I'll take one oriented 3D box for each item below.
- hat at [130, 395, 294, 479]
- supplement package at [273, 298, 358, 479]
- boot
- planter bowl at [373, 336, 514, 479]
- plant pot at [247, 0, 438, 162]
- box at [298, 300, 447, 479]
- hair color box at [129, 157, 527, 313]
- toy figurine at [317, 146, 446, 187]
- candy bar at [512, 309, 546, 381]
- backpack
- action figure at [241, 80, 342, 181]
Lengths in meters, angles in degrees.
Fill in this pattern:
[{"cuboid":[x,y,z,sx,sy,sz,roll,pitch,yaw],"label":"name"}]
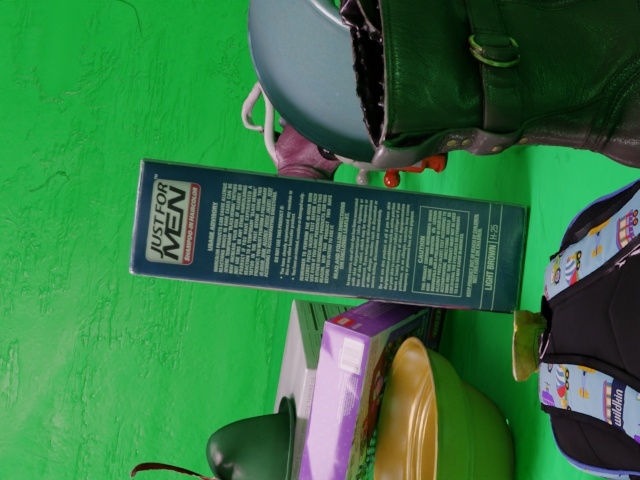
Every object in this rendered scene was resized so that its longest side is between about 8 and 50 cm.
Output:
[{"cuboid":[-0.134,0.266,1.099,0.208,0.184,0.173,107,167,-47],"label":"hat"},{"cuboid":[0.021,0.243,1.197,0.204,0.145,0.261,-107,25,-68],"label":"supplement package"},{"cuboid":[0.126,-0.144,0.552,0.091,0.229,0.262,108,165,-53],"label":"boot"},{"cuboid":[0.115,0.199,0.804,0.217,0.090,0.217,-173,90,-82],"label":"planter bowl"},{"cuboid":[0.064,-0.219,0.750,0.255,0.272,0.271,88,-172,-85],"label":"plant pot"},{"cuboid":[0.052,0.207,0.975,0.201,0.057,0.293,-16,-61,-59],"label":"box"},{"cuboid":[0.000,0.000,0.861,0.174,0.347,0.105,170,107,-81],"label":"hair color box"},{"cuboid":[0.067,-0.123,1.185,0.213,0.148,0.209,107,167,-50],"label":"toy figurine"},{"cuboid":[0.159,0.061,0.565,0.161,0.018,0.040,2,-93,-54],"label":"candy bar"},{"cuboid":[0.178,0.045,0.433,0.173,0.117,0.158,134,142,-75],"label":"backpack"},{"cuboid":[-0.031,-0.097,1.482,0.248,0.276,0.370,125,165,-60],"label":"action figure"}]
